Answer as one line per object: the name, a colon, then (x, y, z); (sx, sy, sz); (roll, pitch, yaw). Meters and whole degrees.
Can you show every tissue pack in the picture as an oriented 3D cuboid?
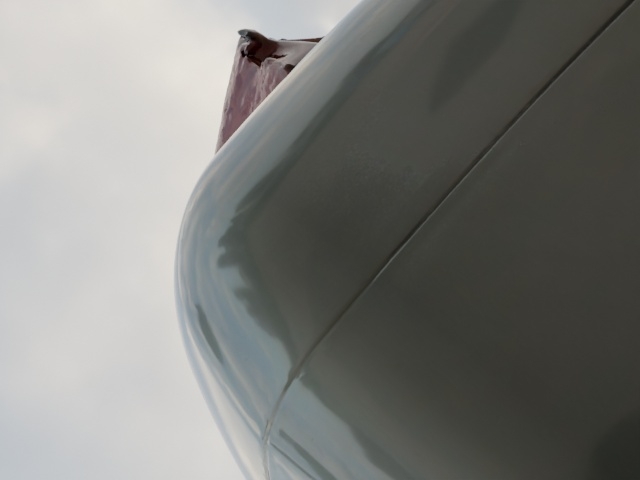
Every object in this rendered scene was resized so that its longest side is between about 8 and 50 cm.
tissue pack: (0.099, -0.014, 0.543); (0.236, 0.229, 0.333); (39, -108, 21)

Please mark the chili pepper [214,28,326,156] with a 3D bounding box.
chili pepper: (0.000, 0.000, 0.774); (0.136, 0.252, 0.144); (19, -159, 12)
